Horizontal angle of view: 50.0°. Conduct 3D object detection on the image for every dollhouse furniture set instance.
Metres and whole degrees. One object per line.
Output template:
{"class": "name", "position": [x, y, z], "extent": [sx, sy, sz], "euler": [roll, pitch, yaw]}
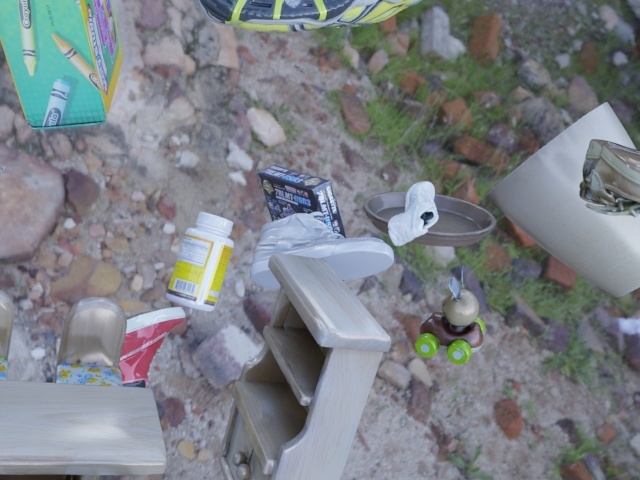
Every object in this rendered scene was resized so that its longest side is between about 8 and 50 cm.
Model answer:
{"class": "dollhouse furniture set", "position": [-0.107, 0.090, 0.398], "extent": [0.241, 0.161, 0.212], "euler": [9, 19, -24]}

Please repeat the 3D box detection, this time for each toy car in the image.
{"class": "toy car", "position": [0.301, 0.158, 1.568], "extent": [0.148, 0.189, 0.155], "euler": [9, 22, 24]}

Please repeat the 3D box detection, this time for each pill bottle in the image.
{"class": "pill bottle", "position": [-0.271, 0.048, 1.584], "extent": [0.117, 0.117, 0.215], "euler": [18, 85, -9]}

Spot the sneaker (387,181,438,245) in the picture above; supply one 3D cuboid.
{"class": "sneaker", "position": [0.157, -0.044, 1.059], "extent": [0.054, 0.061, 0.152], "euler": [59, 39, -22]}

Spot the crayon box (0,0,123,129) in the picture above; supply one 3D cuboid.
{"class": "crayon box", "position": [-0.265, -0.271, 0.668], "extent": [0.081, 0.279, 0.165], "euler": [-5, 37, -5]}

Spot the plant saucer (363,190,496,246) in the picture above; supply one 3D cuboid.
{"class": "plant saucer", "position": [0.225, -0.046, 1.441], "extent": [0.277, 0.041, 0.278], "euler": [5, 19, -2]}

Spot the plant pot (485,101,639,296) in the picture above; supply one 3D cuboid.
{"class": "plant pot", "position": [0.475, -0.050, 1.184], "extent": [0.256, 0.256, 0.274], "euler": [-32, 79, -34]}

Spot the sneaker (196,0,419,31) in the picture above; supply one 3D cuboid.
{"class": "sneaker", "position": [0.011, -0.352, 0.985], "extent": [0.384, 0.147, 0.145], "euler": [-14, 78, -19]}

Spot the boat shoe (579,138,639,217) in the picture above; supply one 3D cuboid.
{"class": "boat shoe", "position": [0.375, -0.067, 0.839], "extent": [0.104, 0.089, 0.285], "euler": [20, 15, 11]}

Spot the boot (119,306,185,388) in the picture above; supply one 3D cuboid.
{"class": "boot", "position": [-0.350, 0.235, 1.386], "extent": [0.244, 0.088, 0.176], "euler": [-19, 93, -59]}

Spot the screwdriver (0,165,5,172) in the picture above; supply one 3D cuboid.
{"class": "screwdriver", "position": [-0.402, -0.037, 0.776], "extent": [0.025, 0.169, 0.024], "euler": [33, 34, -50]}

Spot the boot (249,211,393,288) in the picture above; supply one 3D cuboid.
{"class": "boot", "position": [0.000, 0.000, 1.158], "extent": [0.258, 0.095, 0.124], "euler": [-8, 56, 22]}

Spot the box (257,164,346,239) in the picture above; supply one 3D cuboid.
{"class": "box", "position": [-0.043, -0.051, 1.944], "extent": [0.073, 0.294, 0.295], "euler": [-28, 28, -28]}
